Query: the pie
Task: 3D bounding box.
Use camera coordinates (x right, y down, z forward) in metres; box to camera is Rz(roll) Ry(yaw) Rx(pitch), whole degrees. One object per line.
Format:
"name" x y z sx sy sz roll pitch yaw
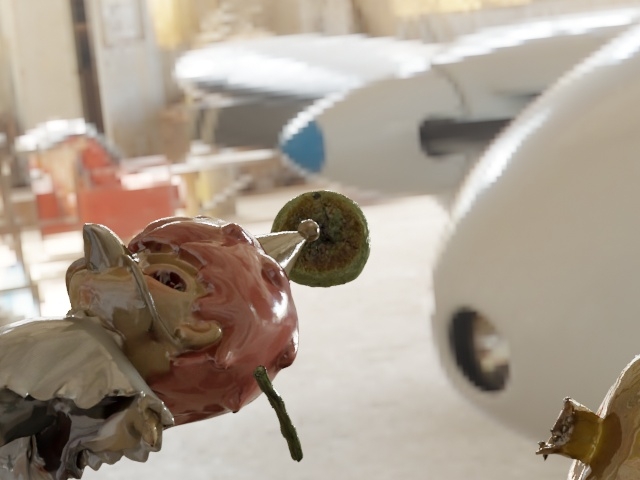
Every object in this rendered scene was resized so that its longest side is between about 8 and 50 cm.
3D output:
"pie" -0.001 -0.001 1.417 0.084 0.084 0.021 -7 -11 -8

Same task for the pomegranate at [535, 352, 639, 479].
"pomegranate" 0.343 0.226 1.578 0.319 0.319 0.319 -6 9 1

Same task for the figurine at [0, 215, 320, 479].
"figurine" -0.123 0.061 1.216 0.387 0.166 0.207 -30 17 -34

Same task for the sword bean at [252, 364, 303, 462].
"sword bean" -0.026 0.113 1.179 0.012 0.083 0.012 -15 36 11
